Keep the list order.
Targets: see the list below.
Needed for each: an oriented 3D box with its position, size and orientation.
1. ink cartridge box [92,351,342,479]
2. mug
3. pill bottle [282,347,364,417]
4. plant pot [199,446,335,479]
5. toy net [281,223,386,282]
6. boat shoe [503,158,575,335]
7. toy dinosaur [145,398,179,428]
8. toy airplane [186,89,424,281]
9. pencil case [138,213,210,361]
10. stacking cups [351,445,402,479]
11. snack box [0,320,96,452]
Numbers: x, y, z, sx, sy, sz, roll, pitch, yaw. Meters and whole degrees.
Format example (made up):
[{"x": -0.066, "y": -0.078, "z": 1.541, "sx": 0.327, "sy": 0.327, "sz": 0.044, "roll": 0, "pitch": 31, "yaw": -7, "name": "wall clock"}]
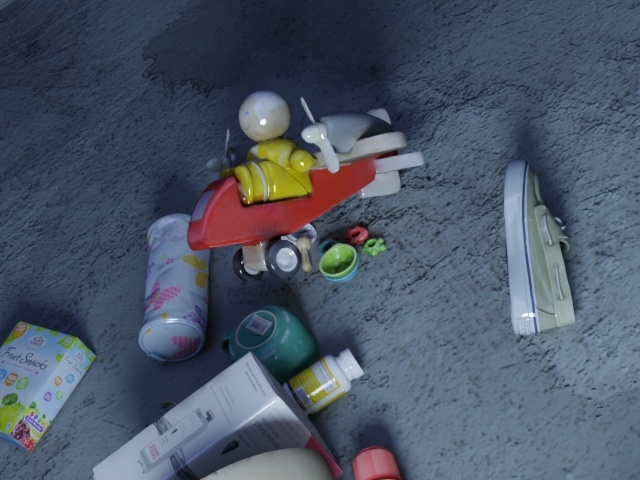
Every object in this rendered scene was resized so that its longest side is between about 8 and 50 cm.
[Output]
[{"x": -0.143, "y": 0.326, "z": 1.519, "sx": 0.283, "sy": 0.207, "sz": 0.117, "roll": -36, "pitch": 38, "yaw": -2, "name": "ink cartridge box"}, {"x": -0.093, "y": 0.173, "z": 1.710, "sx": 0.157, "sy": 0.097, "sz": 0.130, "roll": -22, "pitch": 44, "yaw": 13, "name": "mug"}, {"x": 0.007, "y": 0.215, "z": 1.635, "sx": 0.116, "sy": 0.065, "sz": 0.065, "roll": -33, "pitch": 42, "yaw": 0, "name": "pill bottle"}, {"x": -0.074, "y": 0.423, "z": 1.362, "sx": 0.284, "sy": 0.284, "sz": 0.191, "roll": -33, "pitch": 58, "yaw": 1, "name": "plant pot"}, {"x": 0.000, "y": 0.000, "z": 1.850, "sx": 0.232, "sy": 0.045, "sz": 0.122, "roll": 25, "pitch": 68, "yaw": 44, "name": "toy net"}, {"x": 0.325, "y": 0.008, "z": 1.614, "sx": 0.094, "sy": 0.109, "sz": 0.302, "roll": -4, "pitch": 58, "yaw": 9, "name": "boat shoe"}, {"x": -0.218, "y": 0.301, "z": 1.720, "sx": 0.183, "sy": 0.053, "sz": 0.092, "roll": -47, "pitch": 58, "yaw": -3, "name": "toy dinosaur"}, {"x": -0.026, "y": -0.134, "z": 1.770, "sx": 0.386, "sy": 0.273, "sz": 0.384, "roll": -25, "pitch": 11, "yaw": 16, "name": "toy airplane"}, {"x": -0.257, "y": 0.079, "z": 1.889, "sx": 0.124, "sy": 0.113, "sz": 0.273, "roll": -28, "pitch": 41, "yaw": 22, "name": "pencil case"}, {"x": 0.091, "y": 0.407, "z": 1.385, "sx": 0.096, "sy": 0.096, "sz": 0.316, "roll": -27, "pitch": 42, "yaw": 8, "name": "stacking cups"}, {"x": -0.529, "y": 0.257, "z": 1.927, "sx": 0.174, "sy": 0.070, "sz": 0.207, "roll": 8, "pitch": 55, "yaw": 38, "name": "snack box"}]
